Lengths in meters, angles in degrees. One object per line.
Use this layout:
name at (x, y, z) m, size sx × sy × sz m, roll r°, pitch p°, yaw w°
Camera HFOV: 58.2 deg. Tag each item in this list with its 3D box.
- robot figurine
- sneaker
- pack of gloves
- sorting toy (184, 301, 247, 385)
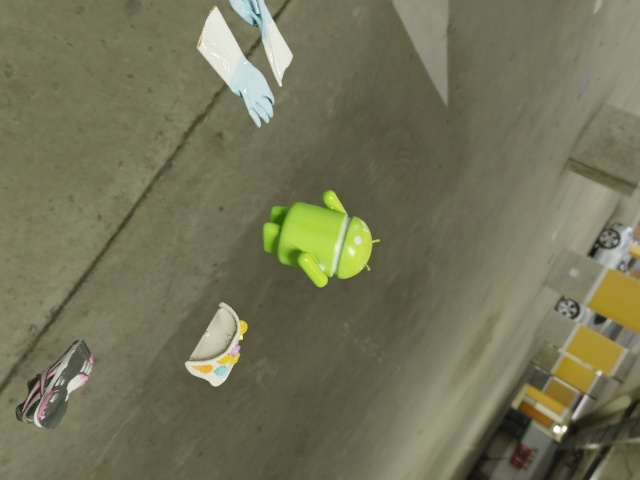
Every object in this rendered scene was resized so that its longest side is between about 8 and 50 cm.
robot figurine at (0.000, 0.000, 0.587) m, size 0.067 × 0.115 × 0.101 m, roll 96°, pitch 11°, yaw -48°
sneaker at (-0.470, 0.243, 1.006) m, size 0.178 × 0.077 × 0.072 m, roll -75°, pitch 161°, yaw -57°
pack of gloves at (-0.101, -0.318, 0.960) m, size 0.232 × 0.046 × 0.195 m, roll 51°, pitch 47°, yaw -57°
sorting toy at (-0.110, 0.128, 0.651) m, size 0.075 × 0.045 × 0.083 m, roll 92°, pitch 19°, yaw -50°
